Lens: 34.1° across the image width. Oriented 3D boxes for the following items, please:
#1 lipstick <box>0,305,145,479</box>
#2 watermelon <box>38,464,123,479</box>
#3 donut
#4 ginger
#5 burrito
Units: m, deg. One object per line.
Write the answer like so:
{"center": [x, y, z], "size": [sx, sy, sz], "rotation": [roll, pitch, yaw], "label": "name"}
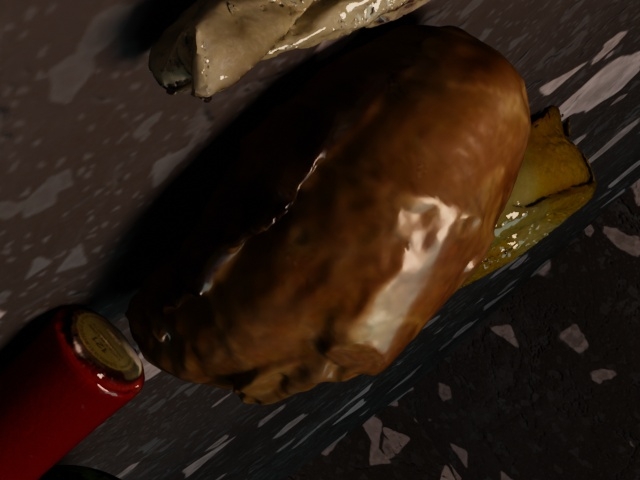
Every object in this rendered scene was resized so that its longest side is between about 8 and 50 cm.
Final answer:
{"center": [-0.225, 0.146, 0.723], "size": [0.241, 0.080, 0.080], "rotation": [-41, 166, 16], "label": "lipstick"}
{"center": [-0.253, 0.341, 0.952], "size": [0.269, 0.269, 0.269], "rotation": [-36, 166, -10], "label": "watermelon"}
{"center": [0.203, -0.032, 1.211], "size": [0.272, 0.107, 0.272], "rotation": [-34, 165, -11], "label": "donut"}
{"center": [0.000, 0.000, 0.665], "size": [0.321, 0.172, 0.165], "rotation": [-39, 127, 15], "label": "ginger"}
{"center": [0.015, -0.126, 0.510], "size": [0.229, 0.058, 0.063], "rotation": [-34, 162, -27], "label": "burrito"}
